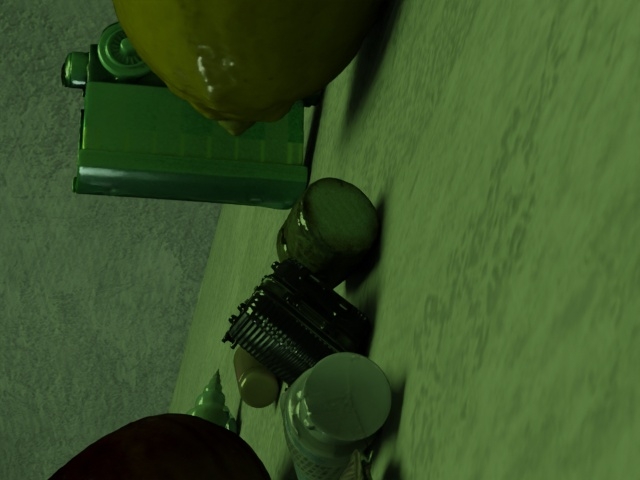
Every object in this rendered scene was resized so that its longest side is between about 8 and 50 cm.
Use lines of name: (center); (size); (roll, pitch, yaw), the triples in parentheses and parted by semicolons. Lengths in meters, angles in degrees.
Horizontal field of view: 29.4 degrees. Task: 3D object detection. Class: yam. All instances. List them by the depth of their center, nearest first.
yam: (0.000, 0.000, 0.917); (0.146, 0.070, 0.069); (129, 153, -70)

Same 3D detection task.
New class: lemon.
lemon: (-0.061, -0.268, 1.080); (0.316, 0.285, 0.285); (59, -170, -22)

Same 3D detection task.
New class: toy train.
toy train: (-0.149, -0.142, 1.405); (0.120, 0.301, 0.202); (132, 141, -72)

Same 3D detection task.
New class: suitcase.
suitcase: (-0.018, 0.064, 0.869); (0.059, 0.086, 0.126); (-52, 1, -16)

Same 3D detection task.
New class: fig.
fig: (-0.139, 0.256, 1.000); (0.235, 0.235, 0.214); (-171, 56, -82)

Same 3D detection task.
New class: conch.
conch: (-0.132, 0.247, 1.539); (0.065, 0.088, 0.180); (34, -128, -51)

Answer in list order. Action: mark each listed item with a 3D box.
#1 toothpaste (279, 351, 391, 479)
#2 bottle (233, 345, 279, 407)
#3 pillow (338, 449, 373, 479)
toothpaste: (-0.003, 0.123, 0.797); (0.234, 0.057, 0.089); (118, 139, -70)
bottle: (-0.066, 0.138, 1.254); (0.096, 0.045, 0.045); (-110, 34, -74)
pillow: (0.000, 0.231, 0.659); (0.130, 0.038, 0.232); (-98, 20, -76)
